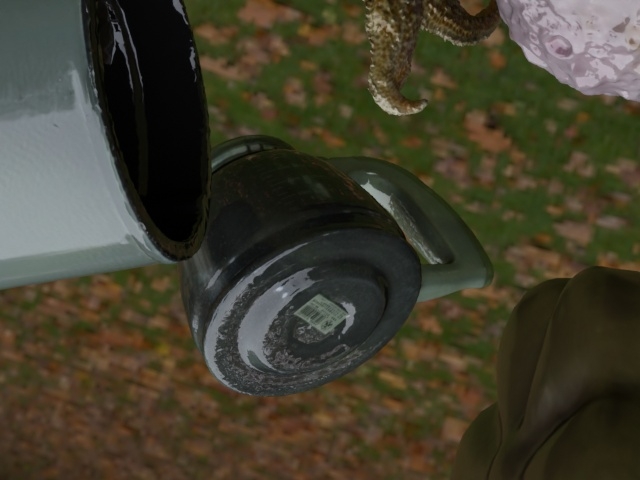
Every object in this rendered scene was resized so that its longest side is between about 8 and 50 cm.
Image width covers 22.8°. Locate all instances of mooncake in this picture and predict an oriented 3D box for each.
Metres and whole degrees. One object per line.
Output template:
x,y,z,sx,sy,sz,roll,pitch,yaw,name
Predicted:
0.281,0.259,1.535,0.262,0.466,0.467,18,161,-9,mooncake

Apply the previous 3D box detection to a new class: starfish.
0.067,-0.277,1.541,0.302,0.299,0.060,40,140,-21,starfish

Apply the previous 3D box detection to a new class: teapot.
-0.008,-0.012,1.650,0.322,0.239,0.239,-25,143,-6,teapot

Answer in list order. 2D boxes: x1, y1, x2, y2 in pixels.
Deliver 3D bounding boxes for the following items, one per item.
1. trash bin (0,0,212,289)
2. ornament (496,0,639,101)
-0.220,-0.073,0.944,0.263,0.277,0.217,-8,144,12,trash bin
0.279,-0.242,1.379,0.225,0.259,0.259,44,157,-4,ornament
